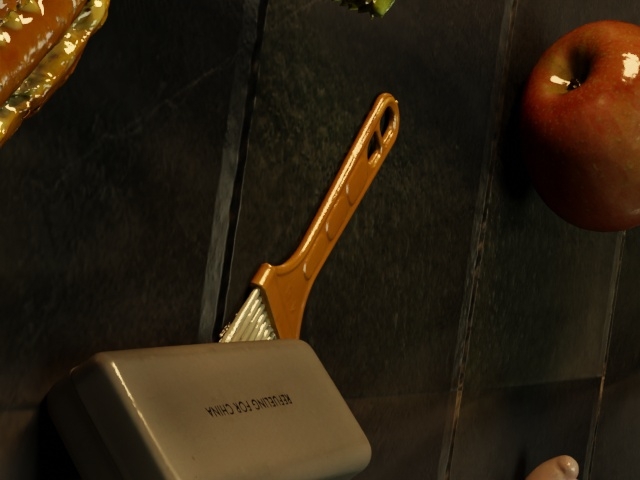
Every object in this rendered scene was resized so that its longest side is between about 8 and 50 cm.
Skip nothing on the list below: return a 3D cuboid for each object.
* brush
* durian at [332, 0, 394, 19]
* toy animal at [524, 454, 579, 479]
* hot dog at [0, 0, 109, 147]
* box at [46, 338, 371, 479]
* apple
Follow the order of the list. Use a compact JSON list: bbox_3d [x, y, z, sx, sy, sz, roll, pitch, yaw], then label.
[{"bbox_3d":[0.000,0.000,1.299,0.090,0.017,0.314,76,31,-41],"label":"brush"},{"bbox_3d":[0.000,-0.305,1.004,0.158,0.169,0.351,-27,121,-61],"label":"durian"},{"bbox_3d":[0.219,0.297,1.766,0.212,0.124,0.124,-40,133,-62],"label":"toy animal"},{"bbox_3d":[-0.163,-0.092,0.834,0.115,0.072,0.269,84,25,-46],"label":"hot dog"},{"bbox_3d":[-0.059,0.112,1.084,0.103,0.055,0.244,59,23,16],"label":"box"},{"bbox_3d":[0.263,-0.102,1.672,0.168,0.181,0.181,39,60,-38],"label":"apple"}]
